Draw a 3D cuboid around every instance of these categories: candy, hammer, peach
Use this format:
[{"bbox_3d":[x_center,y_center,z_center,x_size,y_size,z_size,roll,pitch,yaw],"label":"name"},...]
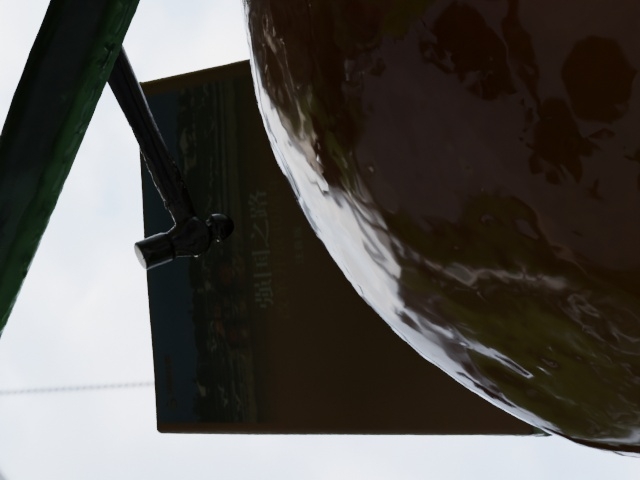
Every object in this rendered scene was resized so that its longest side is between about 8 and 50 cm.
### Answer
[{"bbox_3d":[-0.093,0.056,0.439,0.097,0.097,0.323,21,-89,12],"label":"candy"},{"bbox_3d":[-0.113,-0.070,1.154,0.065,0.021,0.178,-26,-82,-20],"label":"hammer"},{"bbox_3d":[0.132,-0.101,0.655,0.343,0.343,0.301,-37,-93,21],"label":"peach"}]

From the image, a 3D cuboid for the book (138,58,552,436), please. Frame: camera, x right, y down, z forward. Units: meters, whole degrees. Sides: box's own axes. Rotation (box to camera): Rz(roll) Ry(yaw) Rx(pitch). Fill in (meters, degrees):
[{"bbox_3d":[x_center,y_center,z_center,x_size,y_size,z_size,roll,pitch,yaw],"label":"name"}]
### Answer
[{"bbox_3d":[0.000,0.000,1.260,0.374,0.028,0.262,-6,-91,48],"label":"book"}]
